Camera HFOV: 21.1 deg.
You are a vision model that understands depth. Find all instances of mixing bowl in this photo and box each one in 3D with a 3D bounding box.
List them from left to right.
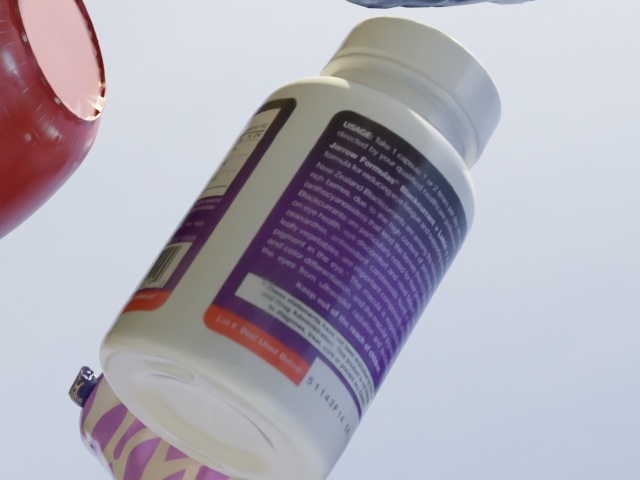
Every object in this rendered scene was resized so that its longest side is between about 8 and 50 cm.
[{"bbox_3d":[-0.163,-0.082,0.800,0.098,0.181,0.181,-18,-149,15],"label":"mixing bowl"}]

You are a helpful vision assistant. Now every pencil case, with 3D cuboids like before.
[{"bbox_3d":[-0.034,0.129,0.819,0.206,0.086,0.088,46,-69,33],"label":"pencil case"}]

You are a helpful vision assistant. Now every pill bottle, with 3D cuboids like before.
[{"bbox_3d":[0.000,0.000,0.726,0.108,0.108,0.193,-3,-133,50],"label":"pill bottle"}]

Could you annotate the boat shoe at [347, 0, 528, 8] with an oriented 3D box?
[{"bbox_3d":[0.002,-0.203,0.422,0.102,0.301,0.108,-14,-176,-39],"label":"boat shoe"}]
